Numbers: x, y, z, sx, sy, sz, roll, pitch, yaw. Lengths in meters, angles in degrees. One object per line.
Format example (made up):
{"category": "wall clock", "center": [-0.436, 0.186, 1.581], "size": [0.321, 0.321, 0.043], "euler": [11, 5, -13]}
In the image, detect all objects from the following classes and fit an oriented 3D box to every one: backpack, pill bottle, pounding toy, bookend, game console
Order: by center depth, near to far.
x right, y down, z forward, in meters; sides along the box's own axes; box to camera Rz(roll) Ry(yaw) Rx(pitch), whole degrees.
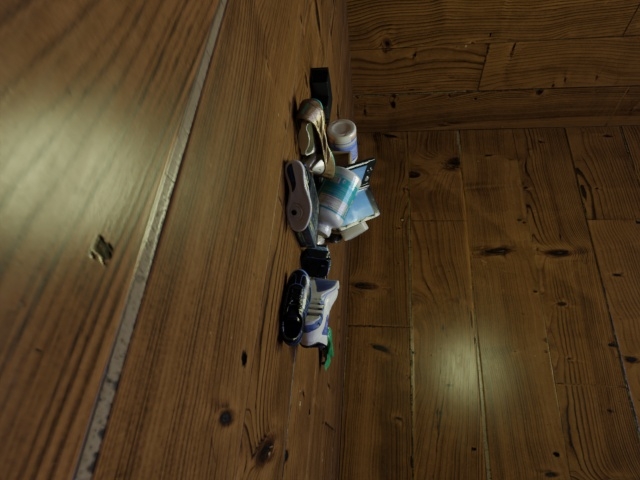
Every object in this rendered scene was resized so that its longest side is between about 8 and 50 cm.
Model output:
{"category": "backpack", "center": [-0.012, 0.079, 1.593], "size": [0.084, 0.105, 0.114], "euler": [-79, 172, -45]}
{"category": "pill bottle", "center": [0.045, -0.147, 1.689], "size": [0.263, 0.146, 0.146], "euler": [-64, 167, -10]}
{"category": "bookend", "center": [-0.001, -0.577, 1.727], "size": [0.156, 0.073, 0.157], "euler": [76, 17, -57]}
{"category": "game console", "center": [0.169, -0.220, 2.031], "size": [0.173, 0.293, 0.250], "euler": [48, -37, 26]}
{"category": "pounding toy", "center": [0.116, -0.339, 2.168], "size": [0.094, 0.181, 0.205], "euler": [74, 19, -64]}
{"category": "pill bottle", "center": [0.118, -0.489, 2.278], "size": [0.271, 0.153, 0.152], "euler": [80, 14, -54]}

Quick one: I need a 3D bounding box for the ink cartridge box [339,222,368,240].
{"category": "ink cartridge box", "center": [0.140, -0.125, 2.258], "size": [0.226, 0.131, 0.306], "euler": [60, 10, 2]}

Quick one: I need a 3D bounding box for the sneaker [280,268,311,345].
{"category": "sneaker", "center": [-0.071, 0.193, 1.274], "size": [0.090, 0.082, 0.232], "euler": [88, 6, -75]}

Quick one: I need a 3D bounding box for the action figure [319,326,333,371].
{"category": "action figure", "center": [0.029, 0.491, 2.047], "size": [0.137, 0.064, 0.232], "euler": [-74, 166, -56]}

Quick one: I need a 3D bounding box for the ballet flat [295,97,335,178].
{"category": "ballet flat", "center": [-0.027, -0.322, 1.505], "size": [0.124, 0.116, 0.342], "euler": [-59, 155, -33]}

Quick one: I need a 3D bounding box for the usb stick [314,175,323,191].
{"category": "usb stick", "center": [-0.002, -0.269, 1.842], "size": [0.077, 0.045, 0.277], "euler": [91, 5, -51]}

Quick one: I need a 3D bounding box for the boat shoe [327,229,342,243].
{"category": "boat shoe", "center": [0.078, -0.020, 2.314], "size": [0.228, 0.081, 0.068], "euler": [-3, 105, -81]}

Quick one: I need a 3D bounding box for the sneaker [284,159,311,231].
{"category": "sneaker", "center": [-0.058, -0.143, 1.339], "size": [0.121, 0.079, 0.216], "euler": [-51, 140, -74]}

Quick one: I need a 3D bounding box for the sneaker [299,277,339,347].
{"category": "sneaker", "center": [-0.025, 0.271, 1.521], "size": [0.315, 0.128, 0.182], "euler": [-57, 151, -62]}

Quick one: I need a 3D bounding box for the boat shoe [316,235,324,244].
{"category": "boat shoe", "center": [0.000, 0.000, 1.905], "size": [0.035, 0.035, 0.100], "euler": [72, 20, -66]}

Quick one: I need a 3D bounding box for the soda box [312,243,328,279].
{"category": "soda box", "center": [0.000, 0.102, 1.828], "size": [0.053, 0.060, 0.168], "euler": [70, 21, -71]}

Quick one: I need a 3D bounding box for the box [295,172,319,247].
{"category": "box", "center": [-0.048, -0.097, 1.486], "size": [0.232, 0.059, 0.183], "euler": [71, 21, -68]}
